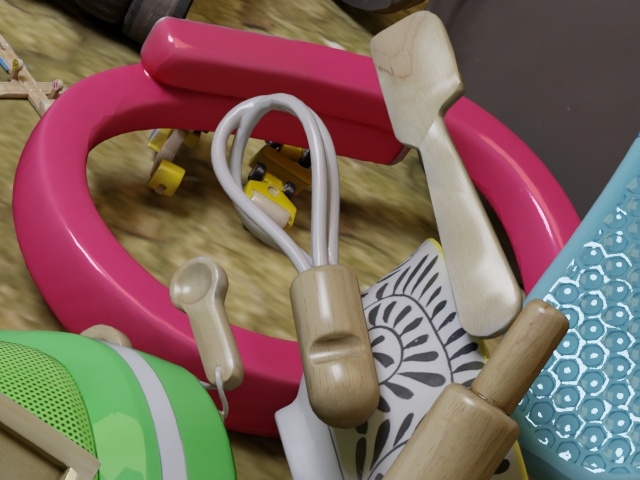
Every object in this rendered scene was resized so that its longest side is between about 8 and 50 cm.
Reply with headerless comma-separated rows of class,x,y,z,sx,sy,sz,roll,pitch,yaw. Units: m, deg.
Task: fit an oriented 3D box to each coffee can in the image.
coffee can,0.208,-0.094,1.087,0.201,0.201,0.275,41,33,22

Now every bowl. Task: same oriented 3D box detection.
bowl,0.030,0.091,0.754,0.080,0.170,0.170,-17,41,-3

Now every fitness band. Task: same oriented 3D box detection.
fitness band,0.000,0.000,0.901,0.291,0.054,0.209,8,50,-29

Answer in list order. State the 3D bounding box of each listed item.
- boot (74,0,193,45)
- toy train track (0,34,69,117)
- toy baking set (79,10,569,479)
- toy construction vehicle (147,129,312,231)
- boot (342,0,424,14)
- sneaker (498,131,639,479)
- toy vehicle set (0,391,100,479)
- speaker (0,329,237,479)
boot,-0.159,-0.220,1.096,0.229,0.091,0.263,24,33,-8
toy train track,-0.152,-0.090,0.983,0.048,0.014,0.083,-4,42,-42
toy baking set,-0.008,0.038,0.703,0.197,0.256,0.030,39,3,40
toy construction vehicle,-0.045,-0.039,0.979,0.086,0.035,0.098,30,31,-18
boot,0.036,-0.237,1.273,0.115,0.112,0.305,21,28,-33
sneaker,0.191,0.023,0.859,0.127,0.208,0.319,33,68,28
toy vehicle set,-0.181,0.120,0.473,0.166,0.035,0.267,37,55,-16
speaker,-0.178,0.084,0.594,0.296,0.131,0.131,5,37,-33
